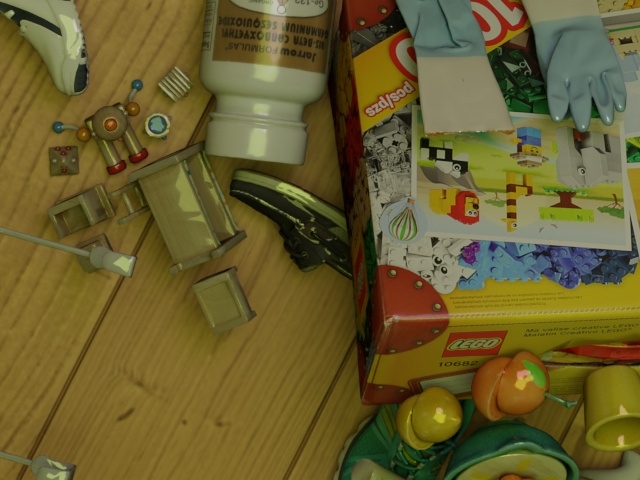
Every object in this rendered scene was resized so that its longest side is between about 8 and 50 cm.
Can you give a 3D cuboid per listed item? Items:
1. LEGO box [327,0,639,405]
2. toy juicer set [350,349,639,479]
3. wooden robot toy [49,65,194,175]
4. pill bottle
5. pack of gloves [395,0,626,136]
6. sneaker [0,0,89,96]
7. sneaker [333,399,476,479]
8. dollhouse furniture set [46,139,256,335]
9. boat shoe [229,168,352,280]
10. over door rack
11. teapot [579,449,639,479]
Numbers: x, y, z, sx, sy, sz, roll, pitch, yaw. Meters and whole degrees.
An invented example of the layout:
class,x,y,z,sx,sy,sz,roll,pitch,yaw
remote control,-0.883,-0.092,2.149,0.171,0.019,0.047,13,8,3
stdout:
class,x,y,z,sx,sy,sz,roll,pitch,yaw
LEGO box,0.273,-0.055,1.693,0.500,0.193,0.372,-3,63,-8
toy juicer set,0.147,0.217,1.648,0.209,0.329,0.089,16,49,-28
wooden robot toy,-0.200,-0.113,1.760,0.173,0.079,0.076,-29,96,-5
pill bottle,-0.054,-0.194,1.749,0.131,0.131,0.229,6,92,-8
pack of gloves,0.172,-0.176,1.622,0.195,0.046,0.232,-3,52,-7
sneaker,-0.326,-0.241,1.730,0.153,0.094,0.235,-18,95,-5
sneaker,0.095,0.204,1.801,0.107,0.110,0.275,25,90,-8
dollhouse furniture set,-0.163,0.014,1.784,0.161,0.101,0.182,-21,97,19
boat shoe,0.000,0.000,1.792,0.223,0.080,0.073,27,84,-13
over door rack,-0.350,0.090,1.722,0.324,0.108,0.239,16,90,13
teapot,0.277,0.366,1.776,0.187,0.252,0.256,13,103,-20
